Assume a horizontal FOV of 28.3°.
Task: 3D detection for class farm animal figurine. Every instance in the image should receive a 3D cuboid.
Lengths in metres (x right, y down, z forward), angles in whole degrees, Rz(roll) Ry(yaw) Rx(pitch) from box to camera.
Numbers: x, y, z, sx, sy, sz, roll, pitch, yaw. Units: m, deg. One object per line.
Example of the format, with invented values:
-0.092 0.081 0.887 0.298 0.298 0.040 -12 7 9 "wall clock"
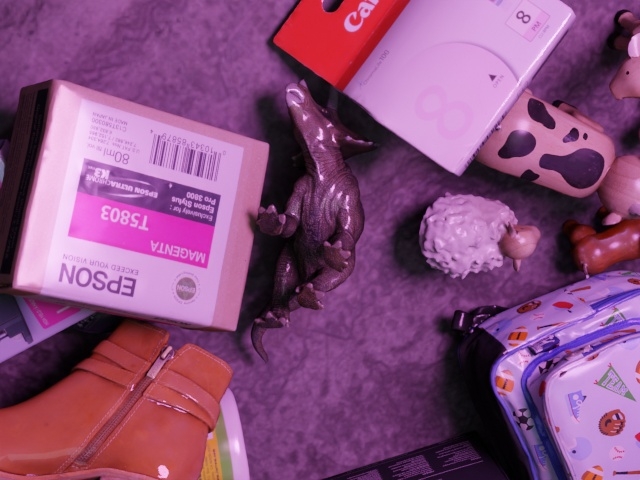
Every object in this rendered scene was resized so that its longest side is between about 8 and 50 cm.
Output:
0.282 -0.104 1.294 0.327 0.172 0.330 4 109 -15 "farm animal figurine"

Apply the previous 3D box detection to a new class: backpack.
0.316 0.161 1.393 0.263 0.213 0.276 -29 112 -15 "backpack"

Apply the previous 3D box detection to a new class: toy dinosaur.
0.000 0.000 1.284 0.121 0.160 0.313 15 126 17 "toy dinosaur"

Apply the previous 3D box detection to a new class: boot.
-0.239 0.156 1.215 0.283 0.109 0.220 22 61 8 "boot"

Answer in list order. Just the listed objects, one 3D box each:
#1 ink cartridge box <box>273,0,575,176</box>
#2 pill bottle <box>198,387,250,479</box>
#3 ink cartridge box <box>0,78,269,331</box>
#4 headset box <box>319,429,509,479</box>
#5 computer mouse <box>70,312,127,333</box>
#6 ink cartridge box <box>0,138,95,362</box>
0.093 -0.201 1.206 0.232 0.066 0.189 37 94 6 "ink cartridge box"
-0.205 0.236 1.317 0.246 0.136 0.136 -8 112 -11 "pill bottle"
-0.178 -0.026 1.192 0.235 0.088 0.193 14 81 -34 "ink cartridge box"
0.112 0.357 1.363 0.246 0.283 0.131 -17 113 -8 "headset box"
-0.287 0.007 1.271 0.071 0.041 0.242 -43 108 9 "computer mouse"
-0.393 0.057 1.224 0.311 0.065 0.186 -27 108 5 "ink cartridge box"
